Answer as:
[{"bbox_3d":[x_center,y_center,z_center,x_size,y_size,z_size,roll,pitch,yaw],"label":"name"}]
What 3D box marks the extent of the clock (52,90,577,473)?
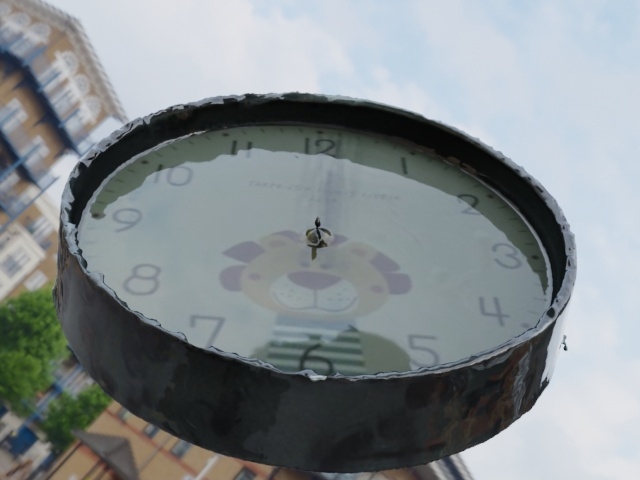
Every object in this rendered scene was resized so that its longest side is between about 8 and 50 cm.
[{"bbox_3d":[0.000,0.002,0.530,0.313,0.313,0.061,30,-50,28],"label":"clock"}]
